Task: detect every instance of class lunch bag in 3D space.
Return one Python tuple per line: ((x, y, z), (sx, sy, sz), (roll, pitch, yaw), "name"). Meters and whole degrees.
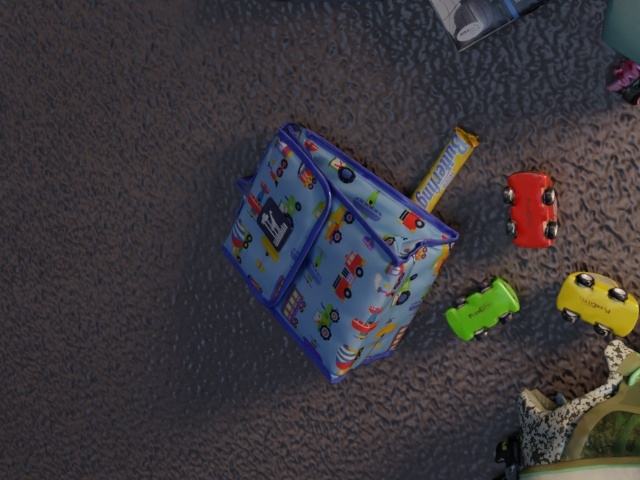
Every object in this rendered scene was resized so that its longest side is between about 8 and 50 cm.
((0.000, 0.000, 1.497), (0.293, 0.138, 0.221), (42, 127, 23), "lunch bag")

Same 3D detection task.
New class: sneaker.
((0.385, -0.196, 1.285), (0.119, 0.047, 0.057), (-35, 113, 31), "sneaker")
((0.385, 0.192, 1.295), (0.410, 0.158, 0.182), (-23, 72, 29), "sneaker")
((0.272, 0.278, 1.488), (0.078, 0.067, 0.188), (24, 120, 9), "sneaker")

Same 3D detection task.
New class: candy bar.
((0.148, -0.078, 1.447), (0.040, 0.018, 0.161), (38, 120, 8), "candy bar")

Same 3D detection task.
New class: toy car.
((0.254, 0.050, 1.423), (0.225, 0.053, 0.239), (-36, 90, 31), "toy car")

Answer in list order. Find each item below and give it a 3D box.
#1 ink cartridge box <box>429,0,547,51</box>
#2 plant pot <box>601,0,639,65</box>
((0.152, -0.402, 1.304), (0.165, 0.065, 0.333), (-28, 94, 31), "ink cartridge box")
((0.403, -0.279, 1.149), (0.165, 0.165, 0.234), (40, 120, 23), "plant pot")
